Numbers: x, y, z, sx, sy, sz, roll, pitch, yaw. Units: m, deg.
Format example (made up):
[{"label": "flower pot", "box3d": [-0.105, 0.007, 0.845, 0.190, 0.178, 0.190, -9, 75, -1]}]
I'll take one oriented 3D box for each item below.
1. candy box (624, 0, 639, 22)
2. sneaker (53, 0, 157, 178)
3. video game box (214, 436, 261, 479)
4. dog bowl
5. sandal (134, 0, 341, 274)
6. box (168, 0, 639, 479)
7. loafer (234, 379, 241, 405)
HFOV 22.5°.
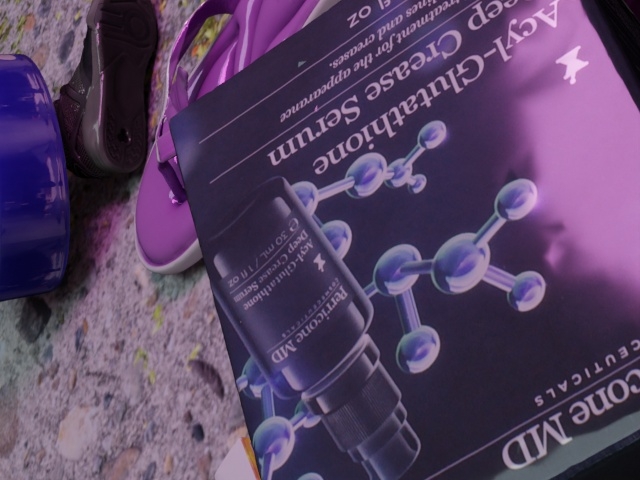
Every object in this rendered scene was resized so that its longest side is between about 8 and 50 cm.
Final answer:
[{"label": "candy box", "box3d": [0.157, -0.233, 1.222, 0.159, 0.071, 0.233, -39, 46, 38]}, {"label": "sneaker", "box3d": [-0.242, -0.171, 1.712, 0.130, 0.087, 0.228, -12, 71, 43]}, {"label": "video game box", "box3d": [0.044, 0.227, 1.071, 0.048, 0.187, 0.205, -56, 39, 26]}, {"label": "dog bowl", "box3d": [-0.354, -0.066, 1.716, 0.265, 0.104, 0.265, 172, 90, -66]}, {"label": "sandal", "box3d": [-0.090, -0.160, 1.492, 0.416, 0.102, 0.169, -59, 37, 18]}, {"label": "box", "box3d": [0.111, 0.030, 0.988, 0.293, 0.212, 0.396, -33, 49, 17]}, {"label": "loafer", "box3d": [-0.061, 0.107, 1.390, 0.045, 0.039, 0.125, -34, 50, 39]}]
